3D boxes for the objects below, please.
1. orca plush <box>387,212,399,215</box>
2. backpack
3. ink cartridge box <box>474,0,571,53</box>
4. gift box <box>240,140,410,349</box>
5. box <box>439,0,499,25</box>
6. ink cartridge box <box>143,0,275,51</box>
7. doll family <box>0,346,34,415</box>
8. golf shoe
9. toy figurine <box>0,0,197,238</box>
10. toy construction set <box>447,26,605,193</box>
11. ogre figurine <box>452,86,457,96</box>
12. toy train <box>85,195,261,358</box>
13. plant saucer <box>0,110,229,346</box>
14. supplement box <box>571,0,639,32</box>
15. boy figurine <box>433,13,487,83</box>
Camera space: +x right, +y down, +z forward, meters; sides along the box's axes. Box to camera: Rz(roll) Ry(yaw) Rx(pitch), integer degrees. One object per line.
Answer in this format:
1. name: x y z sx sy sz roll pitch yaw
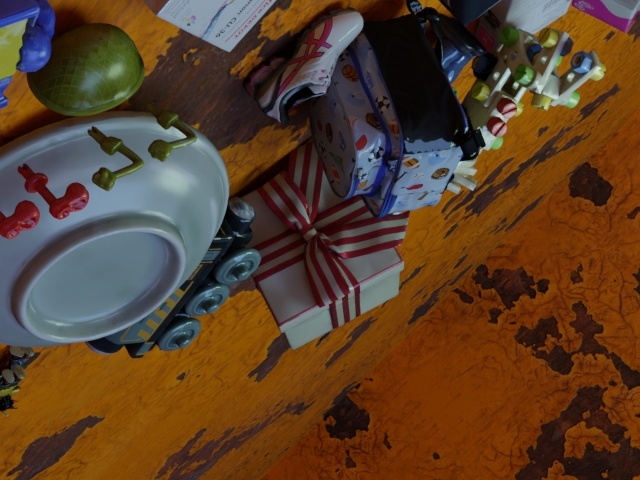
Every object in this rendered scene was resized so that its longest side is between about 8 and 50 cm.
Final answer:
1. orca plush: 0.110 -0.077 1.964 0.287 0.102 0.151 -36 151 -80
2. backpack: 0.099 -0.160 1.488 0.213 0.277 0.263 -11 150 -4
3. ink cartridge box: 0.358 -0.437 1.673 0.185 0.065 0.311 -35 164 -16
4. gift box: 0.000 0.000 1.702 0.276 0.255 0.258 -32 164 -5
5. box: 0.098 -0.410 0.781 0.212 0.293 0.395 -38 163 -4
6. ink cartridge box: -0.104 -0.274 1.083 0.115 0.067 0.198 -45 163 14
7. doll family: -0.502 0.226 1.504 0.193 0.076 0.111 -11 151 -49
8. golf shoe: -0.007 -0.232 1.370 0.186 0.086 0.067 -41 162 -1
9. toy figurine: -0.265 -0.148 0.875 0.362 0.191 0.217 -30 155 -35
10. toy construction set: 0.297 -0.213 1.682 0.151 0.215 0.328 34 105 -35
11. ogre figurine: 0.173 -0.198 1.828 0.197 0.097 0.118 -31 176 7
12. toy train: -0.234 0.055 1.552 0.190 0.142 0.334 1 140 -48
13. plant saucer: -0.279 0.022 1.246 0.400 0.101 0.400 -23 149 -15
14. supplement box: 0.527 -0.481 1.721 0.220 0.114 0.111 -60 168 -3
15. boy figurine: 0.151 -0.234 1.694 0.285 0.092 0.177 -48 162 26
